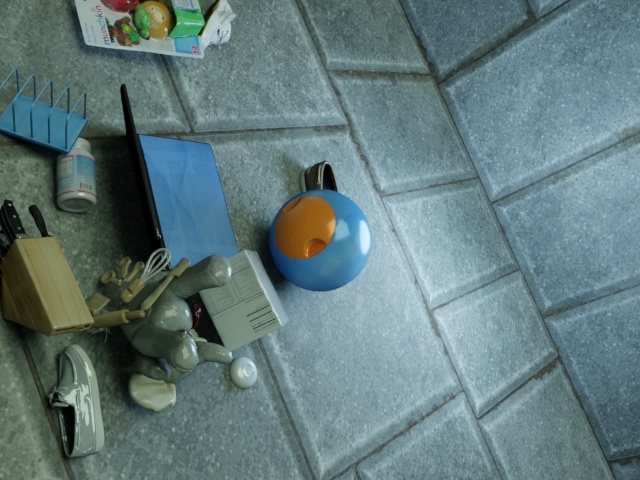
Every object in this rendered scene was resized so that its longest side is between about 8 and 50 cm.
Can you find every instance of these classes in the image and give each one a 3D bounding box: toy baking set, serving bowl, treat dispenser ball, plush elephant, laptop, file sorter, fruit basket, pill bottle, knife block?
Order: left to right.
[{"bbox_3d":[-0.560,0.044,1.398,0.088,0.275,0.242,-7,103,-49],"label":"knife block"},{"bbox_3d":[-0.622,-0.292,1.574,0.170,0.104,0.118,19,51,-7],"label":"file sorter"},{"bbox_3d":[-0.561,-0.152,1.622,0.087,0.087,0.160,14,59,-43],"label":"pill bottle"},{"bbox_3d":[-0.407,0.099,1.508,0.030,0.256,0.197,57,35,-41],"label":"toy baking set"},{"bbox_3d":[-0.501,-0.664,1.931,0.353,0.165,0.327,-2,70,-44],"label":"fruit basket"},{"bbox_3d":[-0.317,0.223,1.554,0.255,0.330,0.272,57,32,-43],"label":"plush elephant"},{"bbox_3d":[-0.334,-0.140,1.757,0.236,0.408,0.382,-13,75,-15],"label":"laptop"},{"bbox_3d":[-0.191,0.333,1.789,0.083,0.027,0.083,24,53,-37],"label":"serving bowl"},{"bbox_3d":[0.000,0.000,1.985,0.288,0.288,0.288,25,51,-36],"label":"treat dispenser ball"}]

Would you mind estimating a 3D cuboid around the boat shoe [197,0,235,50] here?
[{"bbox_3d":[-0.318,-0.652,2.171,0.096,0.098,0.277,39,43,-24],"label":"boat shoe"}]

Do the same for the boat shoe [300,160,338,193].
[{"bbox_3d":[0.020,-0.093,2.213,0.116,0.096,0.324,9,62,-45],"label":"boat shoe"}]

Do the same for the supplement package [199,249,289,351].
[{"bbox_3d":[-0.192,0.145,1.740,0.203,0.149,0.194,64,2,3],"label":"supplement package"}]

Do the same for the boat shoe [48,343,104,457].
[{"bbox_3d":[-0.498,0.323,1.419,0.081,0.079,0.227,-1,72,-52],"label":"boat shoe"}]
